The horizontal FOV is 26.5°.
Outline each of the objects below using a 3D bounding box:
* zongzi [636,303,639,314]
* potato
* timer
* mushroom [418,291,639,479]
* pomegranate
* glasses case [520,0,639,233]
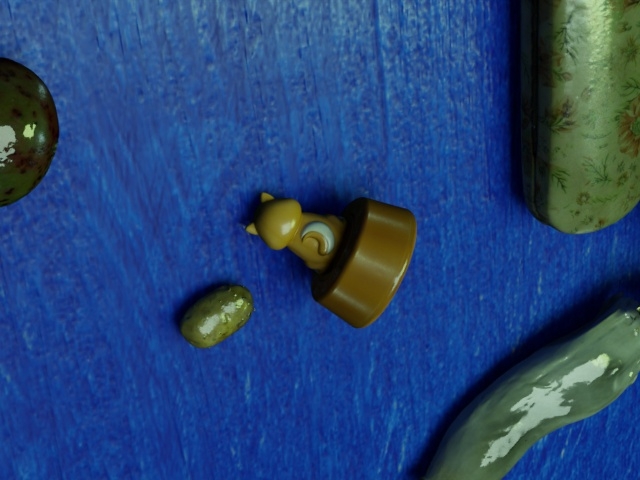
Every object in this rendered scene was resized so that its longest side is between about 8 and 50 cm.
[{"bbox_3d":[0.490,0.153,1.722,0.318,0.154,0.289,-8,128,-22],"label":"zongzi"},{"bbox_3d":[-0.103,0.075,1.356,0.083,0.040,0.051,-31,113,-20],"label":"potato"},{"bbox_3d":[0.000,0.000,1.358,0.152,0.132,0.132,25,97,-15],"label":"timer"},{"bbox_3d":[0.255,0.193,1.622,0.351,0.097,0.109,-37,122,-9],"label":"mushroom"},{"bbox_3d":[-0.277,-0.089,1.112,0.130,0.130,0.130,-15,119,-28],"label":"pomegranate"},{"bbox_3d":[0.287,-0.206,1.445,0.156,0.098,0.425,-20,122,-28],"label":"glasses case"}]
